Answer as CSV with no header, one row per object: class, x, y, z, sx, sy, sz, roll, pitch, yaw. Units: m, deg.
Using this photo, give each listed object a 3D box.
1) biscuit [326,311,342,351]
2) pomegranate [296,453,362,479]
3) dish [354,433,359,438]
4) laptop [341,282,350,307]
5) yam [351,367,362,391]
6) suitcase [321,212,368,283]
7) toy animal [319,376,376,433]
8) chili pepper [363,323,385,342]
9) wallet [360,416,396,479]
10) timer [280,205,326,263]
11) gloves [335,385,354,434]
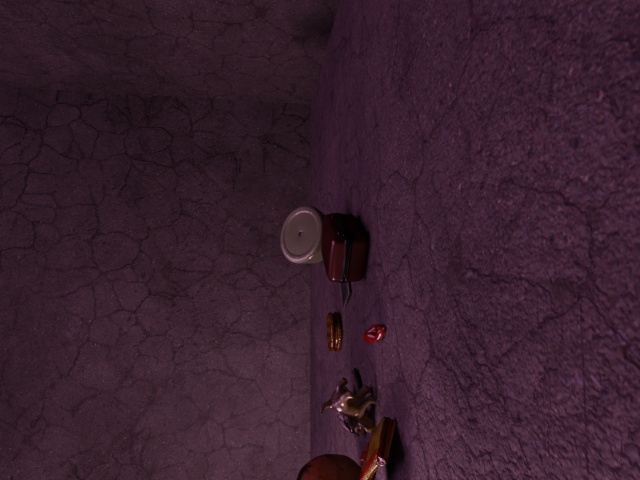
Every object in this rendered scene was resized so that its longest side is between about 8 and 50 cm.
biscuit,0.072,0.503,2.237,0.220,0.066,0.221,-179,90,-83
pomegranate,0.046,0.997,1.586,0.322,0.321,0.323,180,90,-82
dish,0.163,0.747,1.676,0.091,0.039,0.138,180,93,-78
laptop,0.123,0.190,2.075,0.188,0.015,0.269,103,165,-58
yam,0.160,0.609,1.745,0.033,0.027,0.130,-62,20,24
suitcase,0.097,0.028,1.752,0.297,0.160,0.237,-107,20,-63
toy animal,0.127,0.631,1.527,0.169,0.233,0.121,-49,25,1
chili pepper,0.191,0.341,1.465,0.191,0.050,0.059,121,166,-60
wallet,0.179,0.689,1.317,0.141,0.067,0.241,-59,-16,-47
timer,0.000,0.000,2.087,0.290,0.315,0.291,-14,68,38
gloves,0.117,0.759,1.790,0.212,0.110,0.128,-91,8,-59
